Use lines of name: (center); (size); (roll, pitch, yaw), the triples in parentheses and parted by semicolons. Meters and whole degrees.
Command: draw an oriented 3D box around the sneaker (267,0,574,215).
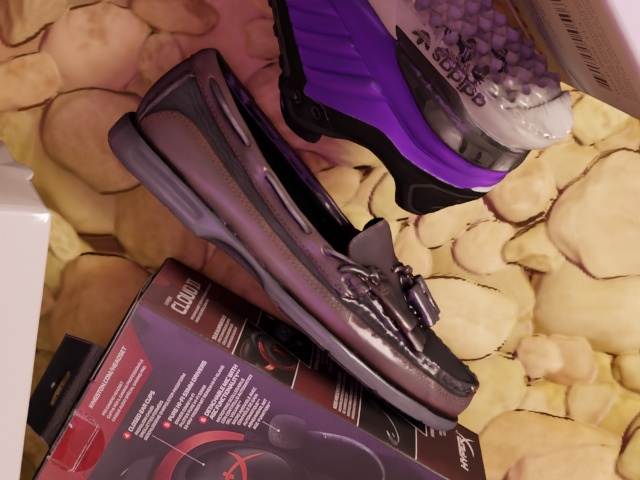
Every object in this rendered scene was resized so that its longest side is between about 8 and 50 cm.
sneaker: (0.008, -0.136, 0.663); (0.293, 0.102, 0.146); (53, 130, 9)

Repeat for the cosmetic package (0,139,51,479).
cosmetic package: (-0.271, 0.125, 0.661); (0.155, 0.197, 0.365); (3, 103, -24)

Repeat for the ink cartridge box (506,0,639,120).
ink cartridge box: (0.148, -0.184, 0.558); (0.117, 0.283, 0.207); (-29, 101, 8)

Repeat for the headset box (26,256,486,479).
headset box: (-0.066, 0.167, 0.750); (0.293, 0.110, 0.218); (30, 104, -4)

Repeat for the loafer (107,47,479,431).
loafer: (0.000, 0.000, 0.709); (0.302, 0.109, 0.095); (41, 99, -4)
